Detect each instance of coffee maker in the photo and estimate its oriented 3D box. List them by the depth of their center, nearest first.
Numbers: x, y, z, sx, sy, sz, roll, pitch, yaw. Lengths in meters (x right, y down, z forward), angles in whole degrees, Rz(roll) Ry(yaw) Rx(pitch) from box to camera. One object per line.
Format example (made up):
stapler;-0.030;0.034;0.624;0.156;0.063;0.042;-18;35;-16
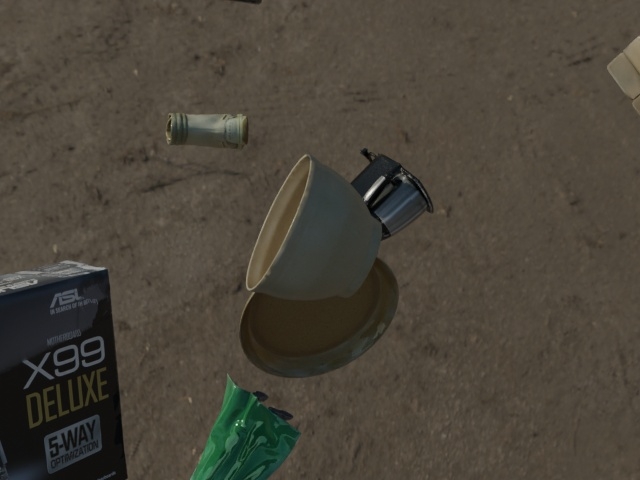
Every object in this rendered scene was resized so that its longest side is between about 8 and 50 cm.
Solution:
coffee maker;0.070;-0.045;1.214;0.178;0.120;0.171;-41;27;-6

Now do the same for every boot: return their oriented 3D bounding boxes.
boot;-0.239;-0.229;1.537;0.165;0.077;0.213;-1;6;-11

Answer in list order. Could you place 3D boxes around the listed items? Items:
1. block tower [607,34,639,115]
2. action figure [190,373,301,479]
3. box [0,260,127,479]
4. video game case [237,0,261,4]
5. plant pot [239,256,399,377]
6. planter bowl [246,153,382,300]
block tower;0.293;-0.153;0.362;0.097;0.335;0.091;-23;75;-28
action figure;-0.117;0.299;0.898;0.137;0.063;0.232;30;92;42
box;-0.335;0.168;0.690;0.076;0.243;0.307;8;14;37
video game case;-0.166;-0.345;0.615;0.274;0.248;0.035;12;16;13
plant pot;-0.004;0.098;1.033;0.236;0.236;0.032;-15;41;-13
planter bowl;0.000;0.000;0.815;0.109;0.162;0.162;24;48;-14
